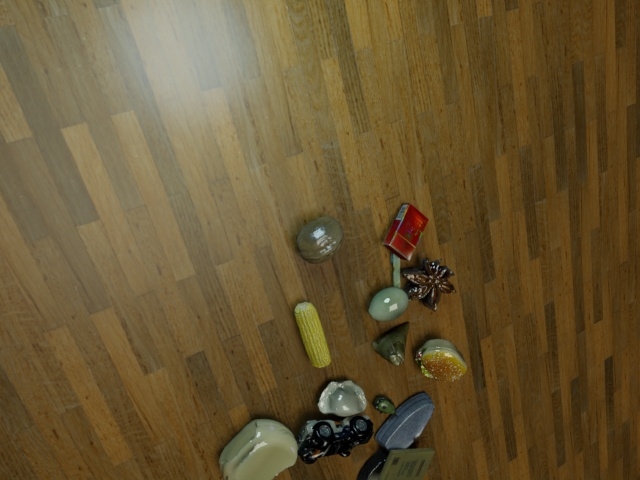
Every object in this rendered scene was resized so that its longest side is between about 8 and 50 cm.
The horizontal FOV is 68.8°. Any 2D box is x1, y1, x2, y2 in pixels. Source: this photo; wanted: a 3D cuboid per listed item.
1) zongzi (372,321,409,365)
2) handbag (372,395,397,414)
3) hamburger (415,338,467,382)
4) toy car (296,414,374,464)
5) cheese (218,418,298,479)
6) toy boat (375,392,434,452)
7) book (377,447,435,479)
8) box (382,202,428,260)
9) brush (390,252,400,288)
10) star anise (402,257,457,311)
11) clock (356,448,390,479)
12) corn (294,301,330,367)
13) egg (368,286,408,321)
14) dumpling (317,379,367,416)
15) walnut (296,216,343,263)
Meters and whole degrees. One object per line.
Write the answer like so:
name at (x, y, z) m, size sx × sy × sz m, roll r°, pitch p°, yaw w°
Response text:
zongzi at (0.298, 0.378, 1.720) m, size 0.176 × 0.160 × 0.078 m, roll -33°, pitch 110°, yaw -12°
handbag at (0.257, 0.649, 1.835) m, size 0.111 × 0.047 × 0.072 m, roll 35°, pitch 89°, yaw -26°
hamburger at (0.474, 0.478, 1.833) m, size 0.210 × 0.173 × 0.116 m, roll 50°, pitch 43°, yaw -27°
toy car at (0.054, 0.720, 1.715) m, size 0.301 × 0.118 × 0.193 m, roll 0°, pitch 131°, yaw -29°
cheese at (-0.209, 0.747, 1.603) m, size 0.266 × 0.127 × 0.233 m, roll -43°, pitch 117°, yaw -7°
toy boat at (0.349, 0.733, 1.884) m, size 0.283 × 0.078 × 0.127 m, roll -44°, pitch 113°, yaw -7°
book at (0.346, 0.909, 1.879) m, size 0.231 × 0.026 × 0.161 m, roll 13°, pitch 103°, yaw -30°
box at (0.302, -0.031, 1.654) m, size 0.112 × 0.048 × 0.175 m, roll 35°, pitch 74°, yaw -28°
brush at (0.273, 0.095, 1.706) m, size 0.033 × 0.030 × 0.178 m, roll -21°, pitch 116°, yaw -39°
star anise at (0.399, 0.162, 1.750) m, size 0.214 × 0.099 × 0.220 m, roll -25°, pitch 118°, yaw -2°
clock at (0.281, 0.989, 1.932) m, size 0.280 × 0.055 × 0.280 m, roll -6°, pitch 106°, yaw -23°
corn at (-0.028, 0.322, 1.599) m, size 0.081 × 0.081 × 0.248 m, roll -23°, pitch 112°, yaw -18°
egg at (0.244, 0.231, 1.681) m, size 0.152 × 0.114 × 0.114 m, roll -27°, pitch 113°, yaw -7°
dumpling at (0.081, 0.576, 1.710) m, size 0.188 × 0.108 × 0.127 m, roll 7°, pitch 74°, yaw -12°
walnut at (0.000, -0.001, 1.498) m, size 0.162 × 0.140 × 0.140 m, roll -27°, pitch 114°, yaw 1°
